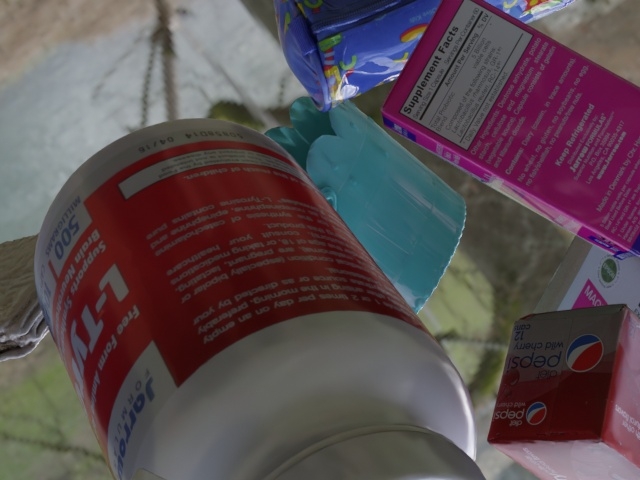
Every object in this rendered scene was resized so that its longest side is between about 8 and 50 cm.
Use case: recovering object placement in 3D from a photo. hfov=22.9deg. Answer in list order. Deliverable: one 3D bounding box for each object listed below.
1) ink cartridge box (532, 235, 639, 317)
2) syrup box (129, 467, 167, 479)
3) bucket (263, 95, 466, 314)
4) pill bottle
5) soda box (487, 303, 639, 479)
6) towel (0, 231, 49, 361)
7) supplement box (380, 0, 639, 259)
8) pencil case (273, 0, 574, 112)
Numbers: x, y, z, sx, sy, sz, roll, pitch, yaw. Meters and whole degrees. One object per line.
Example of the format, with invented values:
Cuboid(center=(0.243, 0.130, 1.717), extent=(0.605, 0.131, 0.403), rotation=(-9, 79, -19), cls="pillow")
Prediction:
Cuboid(center=(0.290, 0.110, 1.433), extent=(0.088, 0.234, 0.193), rotation=(6, 123, -29), cls="ink cartridge box")
Cuboid(center=(-0.102, 0.231, 0.778), extent=(0.237, 0.093, 0.096), rotation=(-60, -175, 35), cls="syrup box")
Cuboid(center=(0.000, 0.000, 1.576), extent=(0.281, 0.183, 0.281), rotation=(-50, -167, 16), cls="bucket")
Cuboid(center=(-0.038, 0.101, 1.057), extent=(0.229, 0.229, 0.407), rotation=(-37, -142, 0), cls="pill bottle")
Cuboid(center=(0.218, 0.140, 1.025), extent=(0.083, 0.263, 0.092), rotation=(-7, -123, 41), cls="soda box")
Cuboid(center=(-0.335, 0.063, 1.653), extent=(0.282, 0.049, 0.187), rotation=(-13, -147, 46), cls="towel")
Cuboid(center=(0.165, -0.086, 1.188), extent=(0.114, 0.220, 0.111), rotation=(-59, 175, 0), cls="supplement box")
Cuboid(center=(0.109, -0.220, 1.354), extent=(0.306, 0.119, 0.133), rotation=(-24, 170, -2), cls="pencil case")
